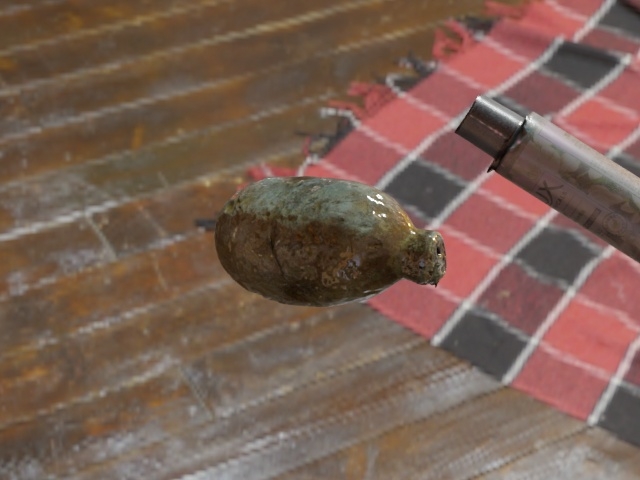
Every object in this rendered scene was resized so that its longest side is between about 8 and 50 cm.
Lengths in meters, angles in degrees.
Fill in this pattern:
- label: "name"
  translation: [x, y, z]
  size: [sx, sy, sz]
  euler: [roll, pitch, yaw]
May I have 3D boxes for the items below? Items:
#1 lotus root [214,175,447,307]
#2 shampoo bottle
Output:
- label: "lotus root"
  translation: [-0.001, -0.002, 1.723]
  size: [0.349, 0.175, 0.175]
  euler: [3, 35, 41]
- label: "shampoo bottle"
  translation: [0.222, -0.058, 1.238]
  size: [0.214, 0.072, 0.072]
  euler: [33, 48, 5]
